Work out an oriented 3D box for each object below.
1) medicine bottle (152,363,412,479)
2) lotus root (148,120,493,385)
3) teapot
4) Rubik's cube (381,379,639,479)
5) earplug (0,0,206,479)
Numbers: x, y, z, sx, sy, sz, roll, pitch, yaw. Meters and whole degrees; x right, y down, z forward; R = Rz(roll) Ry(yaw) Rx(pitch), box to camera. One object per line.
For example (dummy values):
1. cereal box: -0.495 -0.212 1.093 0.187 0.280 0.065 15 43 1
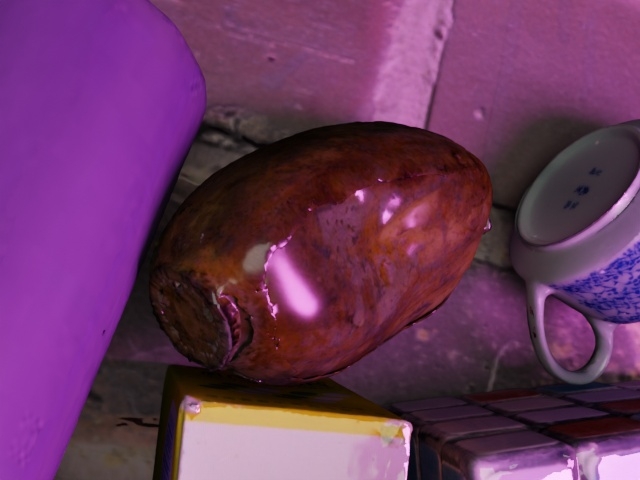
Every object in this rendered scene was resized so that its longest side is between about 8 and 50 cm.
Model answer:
1. medicine bottle: -0.039 0.161 0.683 0.137 0.250 0.141 4 88 -10
2. lotus root: 0.000 0.000 0.711 0.275 0.152 0.160 -25 133 -46
3. teapot: 0.238 0.005 0.791 0.159 0.159 0.232 39 83 -5
4. Rubik's cube: 0.195 0.235 0.708 0.254 0.259 0.256 -6 88 -11
5. earplug: -0.225 0.057 0.594 0.215 0.215 0.455 18 58 -7
